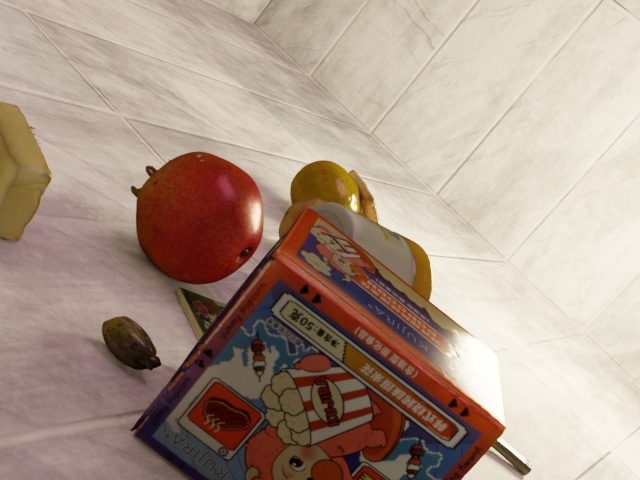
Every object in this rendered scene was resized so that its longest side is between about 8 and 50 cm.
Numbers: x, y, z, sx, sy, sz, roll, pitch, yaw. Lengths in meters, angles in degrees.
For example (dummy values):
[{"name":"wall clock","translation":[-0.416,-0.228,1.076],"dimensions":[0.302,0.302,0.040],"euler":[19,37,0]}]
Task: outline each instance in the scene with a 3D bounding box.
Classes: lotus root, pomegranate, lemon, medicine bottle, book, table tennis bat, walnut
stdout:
[{"name":"lotus root","translation":[-0.257,0.143,1.285],"dimensions":[0.099,0.049,0.054],"euler":[42,8,11]},{"name":"pomegranate","translation":[-0.218,-0.047,1.604],"dimensions":[0.256,0.221,0.221],"euler":[30,9,31]},{"name":"lemon","translation":[0.010,-0.109,2.337],"dimensions":[0.170,0.170,0.207],"euler":[24,29,-43]},{"name":"medicine bottle","translation":[0.060,0.070,1.844],"dimensions":[0.232,0.238,0.238],"euler":[27,20,-36]},{"name":"book","translation":[-0.083,0.195,1.591],"dimensions":[0.322,0.018,0.228],"euler":[24,22,-43]},{"name":"table tennis bat","translation":[0.318,0.376,1.939],"dimensions":[0.301,0.022,0.173],"euler":[40,28,-9]},{"name":"walnut","translation":[0.000,0.000,2.053],"dimensions":[0.197,0.165,0.165],"euler":[33,17,-24]}]

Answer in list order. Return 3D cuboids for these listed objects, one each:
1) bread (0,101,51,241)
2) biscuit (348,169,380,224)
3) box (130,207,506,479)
[{"name":"bread","translation":[-0.458,-0.102,1.368],"dimensions":[0.068,0.125,0.188],"euler":[13,29,-44]},{"name":"biscuit","translation":[0.121,-0.047,2.433],"dimensions":[0.160,0.030,0.250],"euler":[-118,-169,-51]},{"name":"box","translation":[0.005,0.200,1.229],"dimensions":[0.348,0.318,0.257],"euler":[39,18,-3]}]
